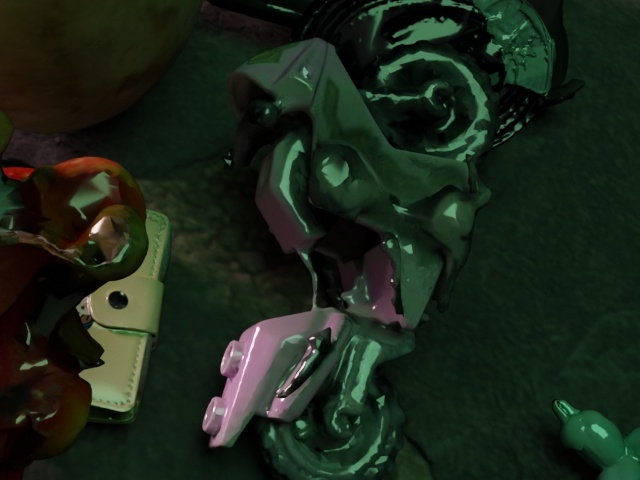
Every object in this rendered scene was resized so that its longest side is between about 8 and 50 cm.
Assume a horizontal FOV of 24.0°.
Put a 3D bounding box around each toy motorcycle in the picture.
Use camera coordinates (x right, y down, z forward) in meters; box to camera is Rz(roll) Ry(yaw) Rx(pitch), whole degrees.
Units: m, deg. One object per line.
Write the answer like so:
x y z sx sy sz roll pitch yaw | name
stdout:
0.000 0.000 1.001 0.188 0.143 0.327 22 74 -12 | toy motorcycle

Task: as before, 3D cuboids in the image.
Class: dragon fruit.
-0.235 0.051 0.806 0.307 0.243 0.227 -33 90 -10 | dragon fruit

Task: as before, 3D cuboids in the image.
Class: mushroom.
-0.220 -0.221 0.997 0.290 0.292 0.292 12 53 10 | mushroom

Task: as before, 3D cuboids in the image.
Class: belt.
0.074 -0.132 1.112 0.199 0.078 0.151 -2 98 -8 | belt

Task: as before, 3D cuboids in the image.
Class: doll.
0.191 0.184 1.013 0.159 0.059 0.159 15 56 -15 | doll

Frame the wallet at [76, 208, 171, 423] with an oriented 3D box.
-0.158 0.042 0.979 0.110 0.039 0.155 13 55 -9 | wallet

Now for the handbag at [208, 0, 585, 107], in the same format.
0.061 -0.221 1.210 0.332 0.075 0.191 17 56 -13 | handbag
